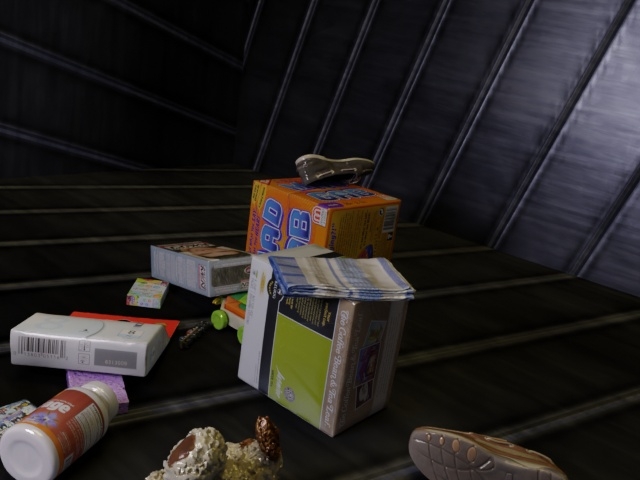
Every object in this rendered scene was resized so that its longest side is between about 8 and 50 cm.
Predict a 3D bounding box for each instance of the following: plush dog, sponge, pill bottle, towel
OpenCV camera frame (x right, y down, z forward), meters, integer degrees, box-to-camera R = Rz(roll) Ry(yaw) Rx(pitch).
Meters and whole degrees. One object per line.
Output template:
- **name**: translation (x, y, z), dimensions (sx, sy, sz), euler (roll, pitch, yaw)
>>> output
- **plush dog**: translation (-0.152, 0.413, 1.086), dimensions (0.210, 0.262, 0.225), euler (48, 40, 12)
- **sponge**: translation (-0.504, 0.324, 1.458), dimensions (0.117, 0.031, 0.210), euler (1, 18, -25)
- **pill bottle**: translation (-0.481, 0.352, 1.225), dimensions (0.121, 0.121, 0.216), euler (13, 17, 14)
- **towel**: translation (0.042, 0.075, 1.405), dimensions (0.285, 0.034, 0.209), euler (3, 19, -15)

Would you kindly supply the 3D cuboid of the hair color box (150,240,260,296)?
- **hair color box**: translation (-0.370, 0.082, 2.057), dimensions (0.185, 0.113, 0.374), euler (-7, 12, -40)

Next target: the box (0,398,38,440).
- **box**: translation (-0.620, 0.364, 1.280), dimensions (0.094, 0.027, 0.137), euler (20, 20, 31)

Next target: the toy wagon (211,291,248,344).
- **toy wagon**: translation (-0.190, 0.209, 1.916), dimensions (0.344, 0.068, 0.267), euler (22, 22, 38)

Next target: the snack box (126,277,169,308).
- **snack box**: translation (-0.522, 0.159, 1.974), dimensions (0.100, 0.037, 0.141), euler (6, 17, -4)

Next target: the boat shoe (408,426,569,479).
- **boat shoe**: translation (0.337, 0.454, 1.314), dimensions (0.324, 0.123, 0.116), euler (19, 12, 12)

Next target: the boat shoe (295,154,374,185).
- **boat shoe**: translation (0.057, -0.226, 2.224), dimensions (0.335, 0.095, 0.112), euler (-1, -18, -39)

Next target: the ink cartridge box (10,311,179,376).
- **ink cartridge box**: translation (-0.538, 0.216, 1.628), dimensions (0.308, 0.091, 0.385), euler (5, 12, -1)

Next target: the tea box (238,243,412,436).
- **tea box**: translation (0.002, 0.218, 1.534), dimensions (0.323, 0.329, 0.220), euler (24, 23, 38)

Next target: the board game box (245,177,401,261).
- **board game box**: translation (0.000, 0.000, 2.192), dimensions (0.356, 0.356, 0.356), euler (23, 22, 39)

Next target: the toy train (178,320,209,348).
- **toy train**: translation (-0.346, 0.254, 1.769), dimensions (0.036, 0.027, 0.158), euler (8, 16, 12)
